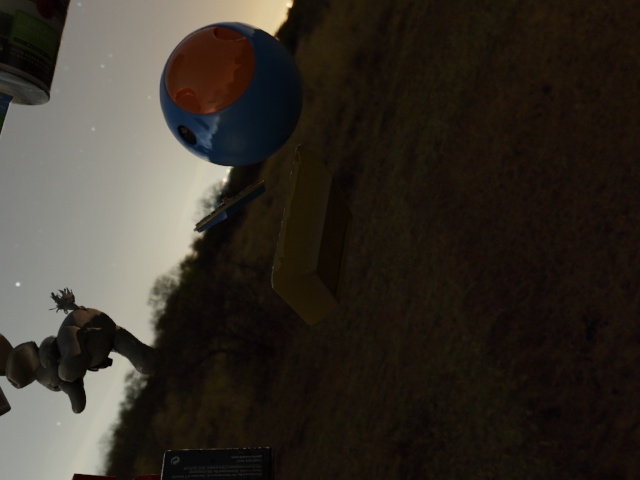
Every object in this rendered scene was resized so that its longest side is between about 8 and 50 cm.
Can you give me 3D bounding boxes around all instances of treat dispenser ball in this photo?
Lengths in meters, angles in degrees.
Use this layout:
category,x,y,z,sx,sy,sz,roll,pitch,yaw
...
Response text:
category,x,y,z,sx,sy,sz,roll,pitch,yaw
treat dispenser ball,-0.179,-0.293,1.303,0.288,0.288,0.288,-160,90,-81

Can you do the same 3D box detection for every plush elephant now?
category,x,y,z,sx,sy,sz,roll,pitch,yaw
plush elephant,-0.638,0.316,1.658,0.272,0.330,0.255,2,-58,-55

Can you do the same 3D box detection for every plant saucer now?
category,x,y,z,sx,sy,sz,roll,pitch,yaw
plant saucer,0.000,0.000,1.468,0.333,0.081,0.332,57,-141,-64

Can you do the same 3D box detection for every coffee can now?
category,x,y,z,sx,sy,sz,roll,pitch,yaw
coffee can,-0.612,-0.434,1.267,0.201,0.202,0.275,146,133,-76

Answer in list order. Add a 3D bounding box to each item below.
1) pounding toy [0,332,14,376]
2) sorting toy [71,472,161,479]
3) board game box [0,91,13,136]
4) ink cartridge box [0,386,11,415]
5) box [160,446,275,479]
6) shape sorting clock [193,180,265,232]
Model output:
category,x,y,z,sx,sy,sz,roll,pitch,yaw
pounding toy,-0.957,0.319,1.761,0.110,0.183,0.237,-39,-22,-1
sorting toy,-0.454,0.602,1.425,0.257,0.256,0.089,-58,28,37
board game box,-0.646,-0.181,1.111,0.211,0.160,0.039,-60,26,25
ink cartridge box,-0.669,0.200,0.989,0.261,0.296,0.066,-29,-4,1
box,-0.158,0.522,0.969,0.294,0.183,0.296,-99,12,-52
shape sorting clock,-0.219,-0.084,1.529,0.206,0.040,0.206,-31,9,5
